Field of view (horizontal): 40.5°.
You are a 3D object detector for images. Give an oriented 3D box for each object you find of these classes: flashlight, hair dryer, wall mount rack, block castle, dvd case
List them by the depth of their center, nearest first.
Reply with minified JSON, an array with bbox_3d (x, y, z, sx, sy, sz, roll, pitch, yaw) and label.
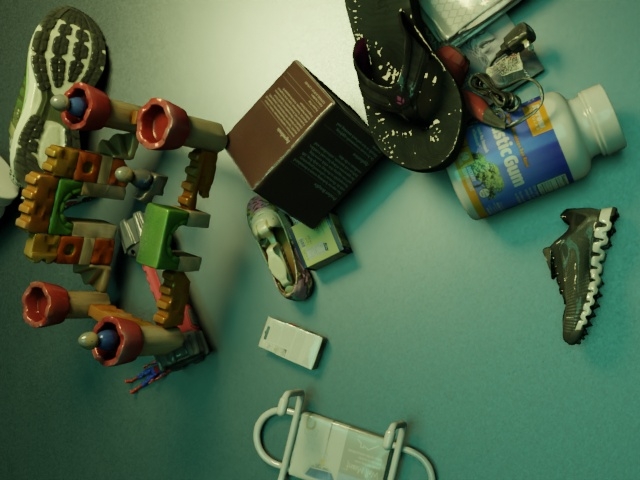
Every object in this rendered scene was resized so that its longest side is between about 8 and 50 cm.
[{"bbox_3d":[0.223,-0.249,1.442,0.293,0.080,0.224,-23,38,32],"label":"hair dryer"},{"bbox_3d":[0.007,0.431,1.496,0.349,0.130,0.304,13,90,21],"label":"wall mount rack"},{"bbox_3d":[-0.369,-0.035,1.526,0.303,0.212,0.454,18,98,37],"label":"block castle"},{"bbox_3d":[0.266,-0.342,1.537,0.164,0.018,0.221,-34,75,14],"label":"dvd case"},{"bbox_3d":[-0.309,0.096,1.660,0.103,0.103,0.304,-46,64,52],"label":"flashlight"}]

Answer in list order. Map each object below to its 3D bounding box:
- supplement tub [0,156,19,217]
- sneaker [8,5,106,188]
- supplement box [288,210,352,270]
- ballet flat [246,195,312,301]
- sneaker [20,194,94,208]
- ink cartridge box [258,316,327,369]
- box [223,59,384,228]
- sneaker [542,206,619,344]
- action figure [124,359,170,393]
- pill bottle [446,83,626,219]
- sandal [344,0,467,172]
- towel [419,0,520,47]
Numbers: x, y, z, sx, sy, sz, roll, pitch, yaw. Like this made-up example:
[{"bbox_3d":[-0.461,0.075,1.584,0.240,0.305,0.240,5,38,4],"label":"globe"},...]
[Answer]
[{"bbox_3d":[-0.780,-0.069,1.789,0.272,0.191,0.191,-38,74,12],"label":"supplement tub"},{"bbox_3d":[-0.565,-0.284,1.764,0.182,0.158,0.411,-8,65,48],"label":"sneaker"},{"bbox_3d":[0.000,0.000,1.578,0.083,0.056,0.083,-26,77,15],"label":"supplement box"},{"bbox_3d":[-0.083,0.010,1.595,0.076,0.079,0.222,-29,76,16],"label":"ballet flat"},{"bbox_3d":[-0.532,-0.107,1.784,0.169,0.068,0.071,-13,65,9],"label":"sneaker"},{"bbox_3d":[-0.051,0.187,1.593,0.115,0.029,0.063,20,92,21],"label":"ink cartridge box"},{"bbox_3d":[-0.029,-0.167,1.519,0.203,0.168,0.167,-45,45,10],"label":"box"},{"bbox_3d":[0.412,0.051,1.420,0.106,0.078,0.234,12,85,23],"label":"sneaker"},{"bbox_3d":[-0.327,0.257,1.686,0.115,0.030,0.038,-33,71,11],"label":"action figure"},{"bbox_3d":[0.347,-0.150,1.420,0.272,0.152,0.152,-23,78,17],"label":"pill bottle"},{"bbox_3d":[0.111,-0.307,1.443,0.167,0.107,0.446,-30,61,29],"label":"sandal"},{"bbox_3d":[0.260,-0.550,1.530,0.317,0.053,0.332,-37,70,12],"label":"towel"}]
